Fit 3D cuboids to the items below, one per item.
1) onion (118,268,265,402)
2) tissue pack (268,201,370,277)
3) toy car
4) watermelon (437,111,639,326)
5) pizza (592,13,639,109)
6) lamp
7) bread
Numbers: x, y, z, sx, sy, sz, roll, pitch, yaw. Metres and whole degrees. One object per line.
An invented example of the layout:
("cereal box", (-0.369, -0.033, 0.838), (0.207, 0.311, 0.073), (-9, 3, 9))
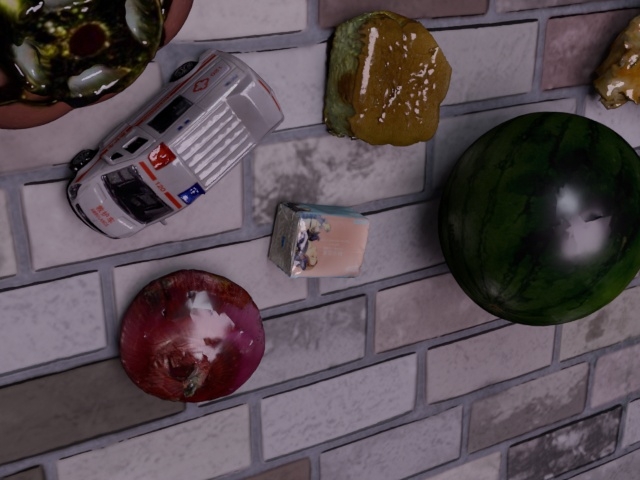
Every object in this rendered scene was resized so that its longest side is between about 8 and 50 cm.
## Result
("onion", (-0.123, 0.109, 0.922), (0.150, 0.140, 0.150), (-4, 108, -13))
("tissue pack", (0.000, 0.000, 1.005), (0.094, 0.058, 0.074), (1, 106, -33))
("toy car", (-0.133, -0.081, 0.858), (0.209, 0.108, 0.089), (-43, 125, -10))
("watermelon", (0.249, -0.025, 1.041), (0.242, 0.242, 0.242), (-12, 115, -28))
("pizza", (0.508, -0.275, 1.182), (0.406, 0.130, 0.440), (-14, 124, -17))
("lamp", (-0.212, -0.205, 0.654), (0.305, 0.240, 0.305), (-28, 148, -19))
("bread", (0.071, -0.168, 0.977), (0.128, 0.069, 0.140), (-7, 113, -31))
